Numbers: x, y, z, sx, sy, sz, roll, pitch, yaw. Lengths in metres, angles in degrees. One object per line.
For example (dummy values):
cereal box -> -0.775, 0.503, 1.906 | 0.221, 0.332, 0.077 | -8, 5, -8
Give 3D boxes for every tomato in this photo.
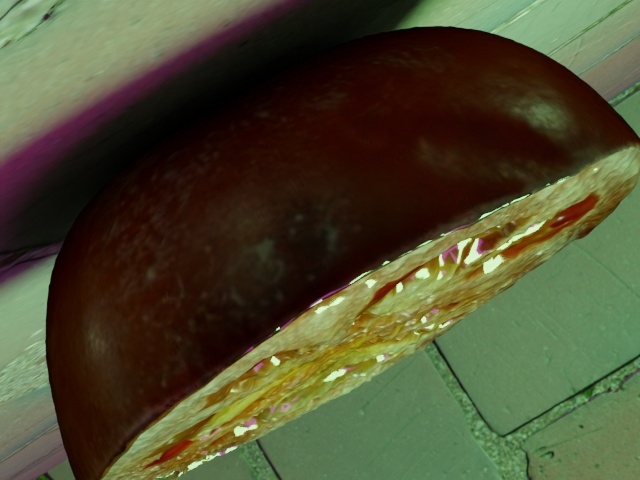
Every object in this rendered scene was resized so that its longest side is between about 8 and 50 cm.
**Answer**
tomato -> -0.007, -0.008, 0.879 | 0.338, 0.144, 0.338 | -31, 171, -6
